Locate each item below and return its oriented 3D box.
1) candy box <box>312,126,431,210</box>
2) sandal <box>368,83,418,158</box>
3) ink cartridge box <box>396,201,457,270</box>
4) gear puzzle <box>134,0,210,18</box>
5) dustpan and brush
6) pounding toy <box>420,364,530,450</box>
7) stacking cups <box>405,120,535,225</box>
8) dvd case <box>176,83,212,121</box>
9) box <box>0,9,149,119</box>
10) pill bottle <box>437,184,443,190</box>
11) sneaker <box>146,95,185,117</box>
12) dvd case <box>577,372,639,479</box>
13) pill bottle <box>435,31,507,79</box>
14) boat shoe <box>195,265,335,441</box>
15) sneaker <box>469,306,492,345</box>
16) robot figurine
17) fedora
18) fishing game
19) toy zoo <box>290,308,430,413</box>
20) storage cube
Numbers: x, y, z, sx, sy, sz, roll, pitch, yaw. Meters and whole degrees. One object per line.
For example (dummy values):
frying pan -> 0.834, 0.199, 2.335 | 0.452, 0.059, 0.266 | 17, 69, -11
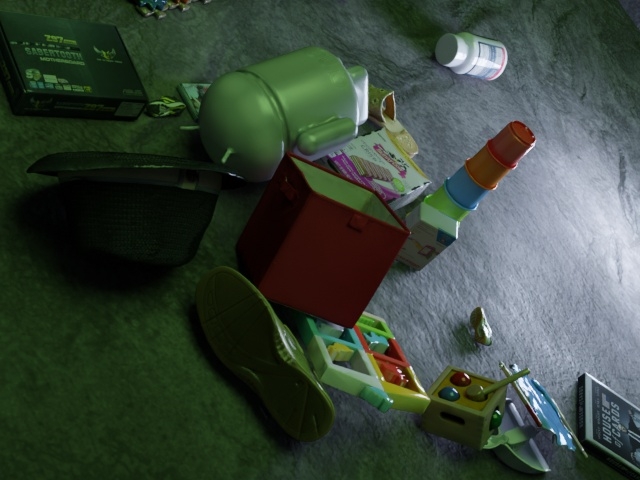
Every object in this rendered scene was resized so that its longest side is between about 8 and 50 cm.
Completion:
candy box -> 0.098, -0.127, 1.881 | 0.159, 0.071, 0.233 | 50, 38, 10
sandal -> 0.145, -0.293, 2.068 | 0.240, 0.079, 0.088 | 50, 39, 9
ink cartridge box -> 0.193, -0.005, 1.811 | 0.088, 0.122, 0.052 | 27, 45, -19
gear puzzle -> -0.303, -0.563, 1.955 | 0.175, 0.044, 0.339 | 46, 38, 4
dustpan and brush -> 0.328, 0.350, 1.649 | 0.211, 0.060, 0.147 | -4, 58, -43
pounding toy -> 0.261, 0.268, 1.584 | 0.141, 0.100, 0.130 | 15, 30, 26
stacking cups -> 0.297, -0.104, 1.837 | 0.096, 0.316, 0.096 | 24, 43, -25
dvd case -> -0.207, -0.262, 1.786 | 0.119, 0.013, 0.087 | -8, 60, -44
box -> -0.427, -0.294, 1.587 | 0.232, 0.059, 0.183 | -2, 55, -43
pill bottle -> 0.260, -0.082, 2.003 | 0.043, 0.043, 0.083 | 40, 38, -4
sneaker -> -0.284, -0.243, 1.693 | 0.083, 0.031, 0.035 | -6, 46, -49
dvd case -> 0.613, 0.393, 1.884 | 0.238, 0.029, 0.179 | 34, 39, -13
pill bottle -> 0.386, -0.480, 2.430 | 0.180, 0.108, 0.108 | 3, 53, -39
boat shoe -> -0.083, 0.173, 1.434 | 0.302, 0.109, 0.098 | 51, 1, 9
sneaker -> 0.316, 0.170, 1.835 | 0.037, 0.032, 0.083 | 31, 43, -37
robot figurine -> -0.073, -0.227, 1.690 | 0.353, 0.200, 0.300 | -27, 37, -34
fedora -> -0.267, -0.038, 1.386 | 0.334, 0.334, 0.153 | 4, 88, -39
fishing game -> 0.396, 0.308, 1.709 | 0.264, 0.041, 0.189 | 33, 23, -52
toy zoo -> 0.061, 0.183, 1.503 | 0.192, 0.030, 0.293 | 22, 19, -25
storage cube -> 0.000, 0.000, 1.535 | 0.214, 0.193, 0.184 | 23, 17, -25
